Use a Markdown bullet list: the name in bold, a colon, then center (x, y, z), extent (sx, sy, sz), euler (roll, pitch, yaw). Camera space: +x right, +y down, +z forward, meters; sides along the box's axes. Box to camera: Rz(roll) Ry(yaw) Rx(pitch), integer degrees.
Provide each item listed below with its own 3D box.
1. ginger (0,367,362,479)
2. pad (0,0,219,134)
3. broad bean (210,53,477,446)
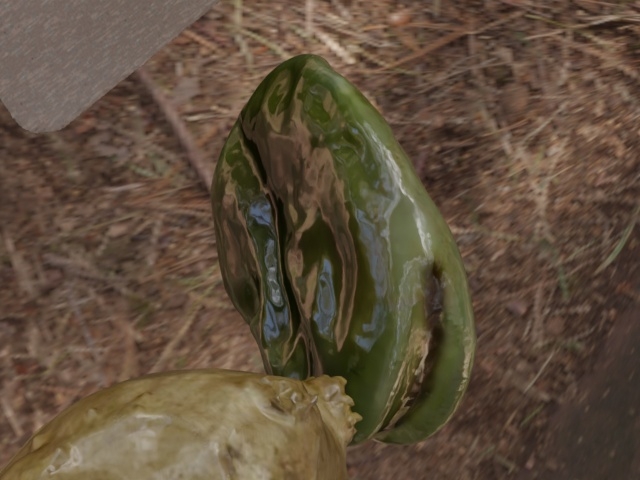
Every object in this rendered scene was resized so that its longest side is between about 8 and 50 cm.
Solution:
- **ginger**: center (-0.064, 0.189, 0.728), extent (0.166, 0.375, 0.236), euler (25, 61, 31)
- **pad**: center (-0.151, -0.210, 1.140), extent (0.002, 0.266, 0.176), euler (1, 128, 53)
- **broad bean**: center (0.002, 0.000, 0.792), extent (0.153, 0.072, 0.207), euler (-46, 59, 40)
